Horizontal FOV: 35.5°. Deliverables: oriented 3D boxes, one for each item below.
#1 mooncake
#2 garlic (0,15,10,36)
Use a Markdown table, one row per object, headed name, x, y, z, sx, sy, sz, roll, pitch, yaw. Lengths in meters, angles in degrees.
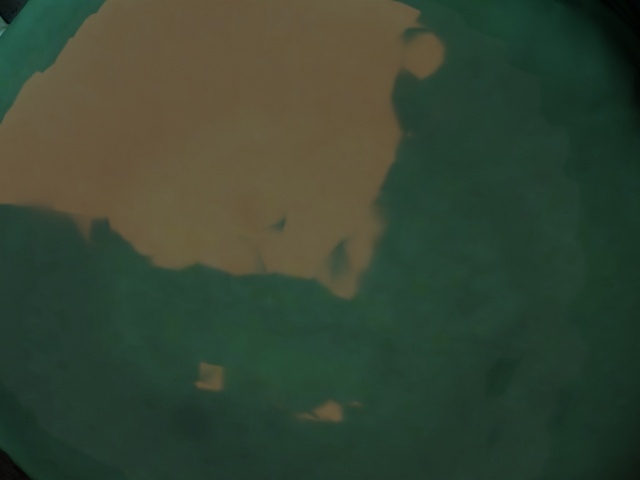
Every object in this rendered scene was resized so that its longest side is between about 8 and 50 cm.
| name | x | y | z | sx | sy | sz | roll | pitch | yaw |
| --- | --- | --- | --- | --- | --- | --- | --- | --- | --- |
| mooncake | 0.000 | 0.000 | 0.491 | 0.356 | 0.194 | 0.356 | 6 | 116 | 12 |
| garlic | -0.345 | -0.132 | 0.852 | 0.217 | 0.110 | 0.228 | 46 | 139 | -2 |
